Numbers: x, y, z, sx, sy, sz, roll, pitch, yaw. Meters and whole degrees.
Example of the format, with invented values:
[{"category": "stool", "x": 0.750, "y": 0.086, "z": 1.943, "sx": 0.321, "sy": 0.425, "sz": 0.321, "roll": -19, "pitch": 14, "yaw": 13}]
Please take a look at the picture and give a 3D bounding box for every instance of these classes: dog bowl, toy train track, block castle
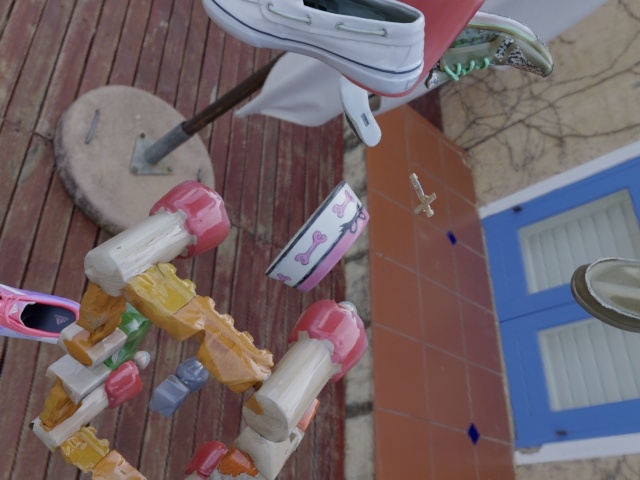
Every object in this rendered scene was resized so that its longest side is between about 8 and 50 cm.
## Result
[{"category": "dog bowl", "x": 0.000, "y": 0.000, "z": 1.887, "sx": 0.150, "sy": 0.408, "sz": 0.408, "roll": 39, "pitch": 41, "yaw": -4}, {"category": "toy train track", "x": 0.169, "y": -0.075, "z": 0.944, "sx": 0.014, "sy": 0.048, "sz": 0.083, "roll": 8, "pitch": 52, "yaw": -42}, {"category": "block castle", "x": -0.164, "y": 0.177, "z": 0.736, "sx": 0.303, "sy": 0.453, "sz": 0.213, "roll": 40, "pitch": 38, "yaw": 6}]

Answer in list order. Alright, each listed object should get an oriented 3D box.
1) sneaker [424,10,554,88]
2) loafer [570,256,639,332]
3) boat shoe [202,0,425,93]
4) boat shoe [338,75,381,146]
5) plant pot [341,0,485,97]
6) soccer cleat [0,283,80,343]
[{"category": "sneaker", "x": 0.298, "y": -0.409, "z": 1.257, "sx": 0.409, "sy": 0.182, "sz": 0.158, "roll": 21, "pitch": 8, "yaw": 7}, {"category": "loafer", "x": 0.258, "y": 0.040, "z": 0.404, "sx": 0.050, "sy": 0.147, "sz": 0.056, "roll": 79, "pitch": 30, "yaw": -55}, {"category": "boat shoe", "x": -0.007, "y": -0.211, "z": 0.506, "sx": 0.226, "sy": 0.076, "sz": 0.083, "roll": 24, "pitch": 56, "yaw": 12}, {"category": "boat shoe", "x": 0.091, "y": -0.349, "z": 1.531, "sx": 0.077, "sy": 0.070, "sz": 0.219, "roll": -39, "pitch": 128, "yaw": -16}, {"category": "plant pot", "x": 0.145, "y": -0.429, "z": 1.085, "sx": 0.274, "sy": 0.243, "sz": 0.275, "roll": 15, "pitch": 44, "yaw": -15}, {"category": "soccer cleat", "x": -0.590, "y": 0.130, "z": 1.066, "sx": 0.317, "sy": 0.116, "sz": 0.109, "roll": 13, "pitch": 71, "yaw": -12}]
